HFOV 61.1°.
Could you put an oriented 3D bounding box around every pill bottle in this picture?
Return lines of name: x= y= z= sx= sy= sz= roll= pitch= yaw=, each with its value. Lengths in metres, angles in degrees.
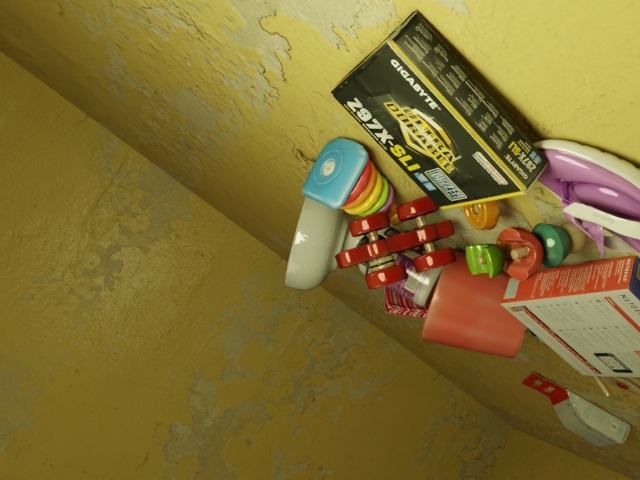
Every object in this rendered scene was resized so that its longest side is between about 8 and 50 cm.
pill bottle: x=0.223 y=0.060 z=1.651 sx=0.301 sy=0.169 sz=0.169 roll=30 pitch=166 yaw=20

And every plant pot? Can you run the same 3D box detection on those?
plant pot: x=0.431 y=0.182 z=1.461 sx=0.243 sy=0.275 sz=0.275 roll=18 pitch=163 yaw=18

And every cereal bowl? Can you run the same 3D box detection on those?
cereal bowl: x=0.000 y=0.000 z=1.669 sx=0.141 sy=0.339 sz=0.339 roll=15 pitch=165 yaw=3

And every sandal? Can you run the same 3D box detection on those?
sandal: x=0.489 y=-0.012 z=0.853 sx=0.416 sy=0.102 sz=0.169 roll=38 pitch=167 yaw=8

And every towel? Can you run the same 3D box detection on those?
towel: x=0.338 y=0.186 z=1.704 sx=0.274 sy=0.031 sz=0.199 roll=7 pitch=-157 yaw=2

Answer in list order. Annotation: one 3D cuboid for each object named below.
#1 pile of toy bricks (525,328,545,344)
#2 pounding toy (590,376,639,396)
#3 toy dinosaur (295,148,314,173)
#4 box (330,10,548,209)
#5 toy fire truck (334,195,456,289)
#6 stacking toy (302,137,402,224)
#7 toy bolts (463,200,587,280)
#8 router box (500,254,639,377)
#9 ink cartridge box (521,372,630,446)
pile of toy bricks: x=0.631 y=0.250 z=1.441 sx=0.105 sy=0.118 sz=0.212 roll=51 pitch=171 yaw=12
pounding toy: x=0.787 y=0.371 z=1.446 sx=0.269 sy=0.155 sz=0.154 roll=29 pitch=162 yaw=20
toy dinosaur: x=-0.003 y=-0.194 z=1.542 sx=0.183 sy=0.053 sz=0.093 roll=28 pitch=165 yaw=22
box: x=0.189 y=-0.199 z=0.936 sx=0.322 sy=0.079 sz=0.257 roll=44 pitch=167 yaw=-12
toy fire truck: x=0.182 y=0.016 z=1.369 sx=0.254 sy=0.301 sz=0.170 roll=126 pitch=126 yaw=-80
stacking toy: x=0.121 y=-0.115 z=1.371 sx=0.301 sy=0.166 sz=0.175 roll=30 pitch=179 yaw=-38
toy bolts: x=0.414 y=-0.022 z=1.100 sx=0.228 sy=0.158 sz=0.219 roll=-157 pitch=54 yaw=-74
router box: x=0.623 y=0.183 z=1.182 sx=0.335 sy=0.082 sz=0.301 roll=39 pitch=152 yaw=-20
ink cartridge box: x=1.013 y=0.698 z=2.222 sx=0.384 sy=0.091 sz=0.308 roll=28 pitch=165 yaw=20
